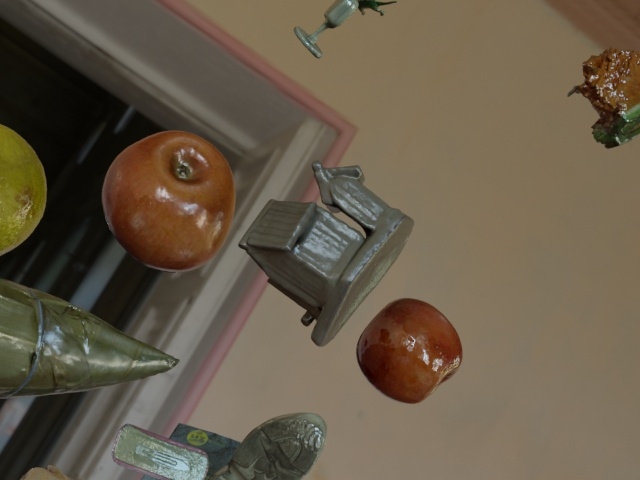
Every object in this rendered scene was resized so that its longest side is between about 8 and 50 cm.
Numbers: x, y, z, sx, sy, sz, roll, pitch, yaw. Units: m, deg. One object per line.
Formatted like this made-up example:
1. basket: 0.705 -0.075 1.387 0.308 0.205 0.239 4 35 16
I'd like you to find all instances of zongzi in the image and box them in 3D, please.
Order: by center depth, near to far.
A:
1. zongzi: -0.473 0.173 1.752 0.392 0.174 0.356 16 -18 -31

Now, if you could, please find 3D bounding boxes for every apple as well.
1. apple: -0.276 -0.078 2.054 0.251 0.272 0.206 34 -46 -14
2. apple: 0.185 0.233 2.335 0.201 0.218 0.218 46 -12 13

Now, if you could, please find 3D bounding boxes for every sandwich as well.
1. sandwich: 0.522 -0.262 1.904 0.160 0.185 0.109 50 -24 1

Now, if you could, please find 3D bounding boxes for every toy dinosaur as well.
1. toy dinosaur: 0.100 -0.471 2.204 0.119 0.029 0.060 13 -5 44

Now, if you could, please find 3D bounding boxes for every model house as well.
1. model house: 0.005 0.001 1.496 0.188 0.229 0.122 38 -19 2

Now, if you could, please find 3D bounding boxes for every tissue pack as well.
1. tissue pack: -0.292 0.541 2.496 0.185 0.257 0.081 15 -55 12

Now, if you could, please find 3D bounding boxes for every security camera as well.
1. security camera: 0.015 -0.297 1.502 0.058 0.092 0.058 48 13 -15

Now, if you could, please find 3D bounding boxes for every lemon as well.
1. lemon: -0.596 -0.083 1.857 0.267 0.267 0.267 28 -15 8

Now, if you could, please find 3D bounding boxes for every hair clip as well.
1. hair clip: -0.208 0.279 1.431 0.137 0.054 0.022 26 -24 -27

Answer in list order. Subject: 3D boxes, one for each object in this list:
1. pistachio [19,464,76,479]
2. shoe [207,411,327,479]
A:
1. pistachio: -0.465 0.499 1.874 0.230 0.230 0.309 34 -31 -15
2. shoe: -0.097 0.434 2.210 0.132 0.342 0.210 48 25 5
